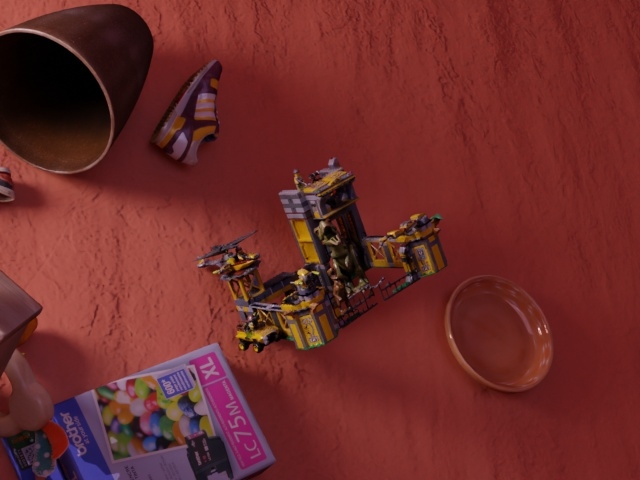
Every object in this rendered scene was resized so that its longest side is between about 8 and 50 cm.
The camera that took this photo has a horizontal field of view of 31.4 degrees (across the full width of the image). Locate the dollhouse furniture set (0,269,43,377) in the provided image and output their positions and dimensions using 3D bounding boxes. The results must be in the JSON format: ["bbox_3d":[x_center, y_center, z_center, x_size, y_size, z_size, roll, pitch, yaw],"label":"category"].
[{"bbox_3d":[-0.495,0.181,1.121,0.362,0.256,0.394,40,40,5],"label":"dollhouse furniture set"}]

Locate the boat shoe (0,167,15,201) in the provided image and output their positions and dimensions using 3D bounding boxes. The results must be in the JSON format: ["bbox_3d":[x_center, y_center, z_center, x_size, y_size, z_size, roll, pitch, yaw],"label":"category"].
[{"bbox_3d":[-0.476,-0.072,1.523,0.137,0.049,0.043,-3,68,-35],"label":"boat shoe"}]

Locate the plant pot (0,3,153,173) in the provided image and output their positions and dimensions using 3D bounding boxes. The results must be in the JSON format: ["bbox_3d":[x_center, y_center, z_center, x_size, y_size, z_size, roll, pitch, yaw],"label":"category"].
[{"bbox_3d":[-0.333,-0.242,1.611,0.215,0.215,0.230,39,39,-5],"label":"plant pot"}]

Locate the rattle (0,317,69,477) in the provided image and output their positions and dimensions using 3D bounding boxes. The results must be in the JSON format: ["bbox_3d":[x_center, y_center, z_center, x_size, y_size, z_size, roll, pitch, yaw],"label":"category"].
[{"bbox_3d":[-0.346,0.189,1.405,0.200,0.130,0.143,27,10,21],"label":"rattle"}]

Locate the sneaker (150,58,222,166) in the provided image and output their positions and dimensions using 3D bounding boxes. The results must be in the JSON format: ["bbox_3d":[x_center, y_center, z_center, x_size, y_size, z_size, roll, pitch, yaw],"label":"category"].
[{"bbox_3d":[-0.185,-0.194,1.741,0.084,0.069,0.185,38,58,-16],"label":"sneaker"}]

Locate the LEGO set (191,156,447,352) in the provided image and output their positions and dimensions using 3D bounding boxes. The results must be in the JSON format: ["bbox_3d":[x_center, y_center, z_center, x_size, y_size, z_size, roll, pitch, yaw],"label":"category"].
[{"bbox_3d":[0.000,0.000,1.610,0.331,0.255,0.192,-28,107,-25],"label":"LEGO set"}]

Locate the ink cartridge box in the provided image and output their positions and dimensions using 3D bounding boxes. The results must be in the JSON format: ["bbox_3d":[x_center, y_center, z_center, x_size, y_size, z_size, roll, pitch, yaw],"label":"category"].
[{"bbox_3d":[-0.228,0.268,1.467,0.311,0.065,0.185,-19,75,-33],"label":"ink cartridge box"}]

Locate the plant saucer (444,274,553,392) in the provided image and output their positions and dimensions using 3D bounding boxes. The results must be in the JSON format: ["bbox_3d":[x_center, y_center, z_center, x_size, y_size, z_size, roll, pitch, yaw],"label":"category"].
[{"bbox_3d":[0.280,0.152,1.819,0.200,0.037,0.200,12,59,-22],"label":"plant saucer"}]
